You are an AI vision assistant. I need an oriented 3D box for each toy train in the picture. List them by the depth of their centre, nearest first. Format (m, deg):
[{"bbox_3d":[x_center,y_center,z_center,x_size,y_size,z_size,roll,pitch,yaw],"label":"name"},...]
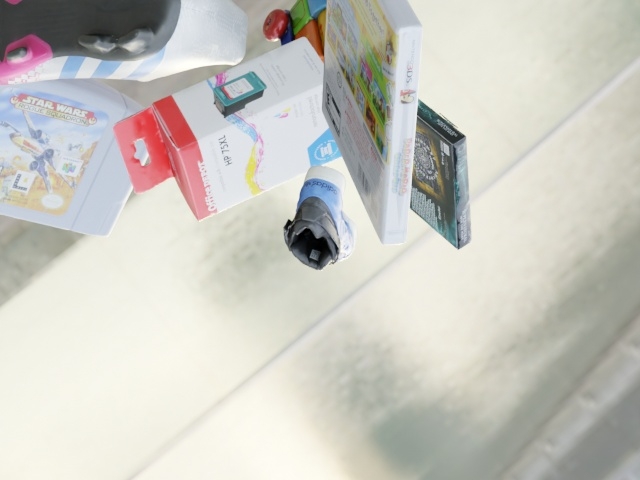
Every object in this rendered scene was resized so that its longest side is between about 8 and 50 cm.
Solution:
[{"bbox_3d":[0.017,-0.225,2.159,0.105,0.248,0.143,21,127,-27],"label":"toy train"}]

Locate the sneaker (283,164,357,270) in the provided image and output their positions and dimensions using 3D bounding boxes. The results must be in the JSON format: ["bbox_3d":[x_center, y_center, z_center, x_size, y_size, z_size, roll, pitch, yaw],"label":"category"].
[{"bbox_3d":[-0.001,0.000,1.773,0.152,0.058,0.084,86,20,-60],"label":"sneaker"}]

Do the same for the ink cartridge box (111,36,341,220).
[{"bbox_3d":[-0.095,-0.110,1.924,0.231,0.078,0.134,-25,145,-9],"label":"ink cartridge box"}]

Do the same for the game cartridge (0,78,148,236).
[{"bbox_3d":[-0.354,-0.120,2.189,0.297,0.062,0.198,13,121,-30],"label":"game cartridge"}]

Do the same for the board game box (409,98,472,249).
[{"bbox_3d":[0.134,-0.089,2.187,0.026,0.126,0.186,-32,142,-21],"label":"board game box"}]

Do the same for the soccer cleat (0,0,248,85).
[{"bbox_3d":[-0.209,-0.181,1.557,0.143,0.331,0.116,14,84,-51],"label":"soccer cleat"}]

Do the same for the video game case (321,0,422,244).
[{"bbox_3d":[0.041,-0.142,1.519,0.026,0.227,0.206,-5,125,-12],"label":"video game case"}]
